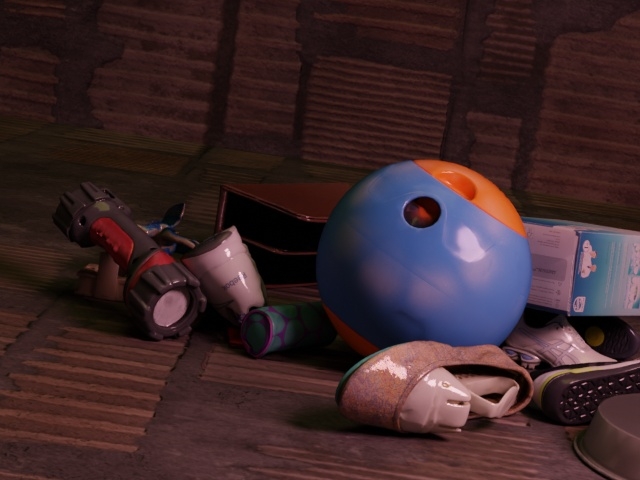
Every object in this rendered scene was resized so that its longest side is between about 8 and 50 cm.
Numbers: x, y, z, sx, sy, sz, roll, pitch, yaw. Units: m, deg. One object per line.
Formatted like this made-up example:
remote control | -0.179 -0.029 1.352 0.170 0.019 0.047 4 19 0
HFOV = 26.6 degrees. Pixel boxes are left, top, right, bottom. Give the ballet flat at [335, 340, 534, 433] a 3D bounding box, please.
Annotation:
ballet flat | 0.151 0.176 1.594 0.106 0.108 0.316 33 24 35

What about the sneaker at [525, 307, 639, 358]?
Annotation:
sneaker | 0.409 0.131 2.115 0.209 0.069 0.082 15 9 35

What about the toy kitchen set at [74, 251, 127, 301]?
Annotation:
toy kitchen set | -0.311 0.046 2.006 0.083 0.068 0.075 9 10 4

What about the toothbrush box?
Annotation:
toothbrush box | 0.368 0.035 2.016 0.216 0.126 0.295 11 6 42

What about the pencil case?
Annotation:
pencil case | -0.042 0.119 1.832 0.151 0.070 0.064 -3 55 -50

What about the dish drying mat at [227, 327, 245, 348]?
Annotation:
dish drying mat | -0.111 0.134 1.856 0.032 0.008 0.083 8 9 -7

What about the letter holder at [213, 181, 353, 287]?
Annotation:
letter holder | 0.000 0.000 2.284 0.214 0.152 0.301 20 15 40

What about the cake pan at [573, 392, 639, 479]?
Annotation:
cake pan | 0.445 0.243 1.578 0.293 0.054 0.293 7 11 -1

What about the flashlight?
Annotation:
flashlight | -0.276 0.023 1.885 0.103 0.103 0.304 24 10 -48

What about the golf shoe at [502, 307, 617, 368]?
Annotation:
golf shoe | 0.348 0.149 1.925 0.176 0.086 0.069 14 10 20

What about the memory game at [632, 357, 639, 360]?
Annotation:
memory game | 0.509 0.169 1.879 0.186 0.012 0.186 -23 16 7

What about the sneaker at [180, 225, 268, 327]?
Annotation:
sneaker | -0.131 0.070 1.942 0.111 0.129 0.297 -32 -6 -2

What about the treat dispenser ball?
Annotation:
treat dispenser ball | 0.137 0.036 1.805 0.288 0.288 0.288 8 10 -1

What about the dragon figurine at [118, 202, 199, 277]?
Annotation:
dragon figurine | -0.239 -0.004 2.100 0.144 0.085 0.289 -25 4 -40

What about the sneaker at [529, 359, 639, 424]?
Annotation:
sneaker | 0.364 0.183 1.748 0.234 0.084 0.097 3 10 -26
